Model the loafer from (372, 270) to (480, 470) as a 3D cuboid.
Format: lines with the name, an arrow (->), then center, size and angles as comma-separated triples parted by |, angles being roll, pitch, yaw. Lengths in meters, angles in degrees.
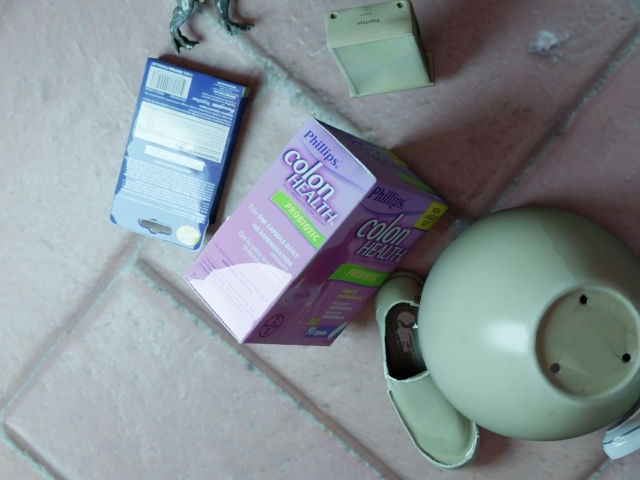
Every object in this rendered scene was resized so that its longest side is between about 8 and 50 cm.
loafer -> 0.126, 0.173, 1.295 | 0.102, 0.092, 0.268 | -21, 94, 14

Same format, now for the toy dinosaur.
toy dinosaur -> -0.155, -0.305, 1.290 | 0.268, 0.064, 0.118 | -10, 110, 28

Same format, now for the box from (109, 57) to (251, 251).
box -> -0.186, -0.111, 1.341 | 0.136, 0.036, 0.225 | 18, 101, 8

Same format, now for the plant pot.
plant pot -> 0.270, 0.104, 1.164 | 0.284, 0.191, 0.284 | 0, 93, -7

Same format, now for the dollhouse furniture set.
dollhouse furniture set -> 0.064, -0.317, 1.232 | 0.212, 0.161, 0.242 | -7, 75, 12

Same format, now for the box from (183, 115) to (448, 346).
box -> 0.000, 0.000, 1.218 | 0.117, 0.213, 0.243 | 45, 105, 25

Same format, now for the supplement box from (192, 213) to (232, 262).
supplement box -> -0.119, 0.007, 1.338 | 0.043, 0.055, 0.083 | 40, 103, 4

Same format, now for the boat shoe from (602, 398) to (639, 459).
boat shoe -> 0.426, 0.175, 1.252 | 0.226, 0.083, 0.075 | -36, 80, 2
